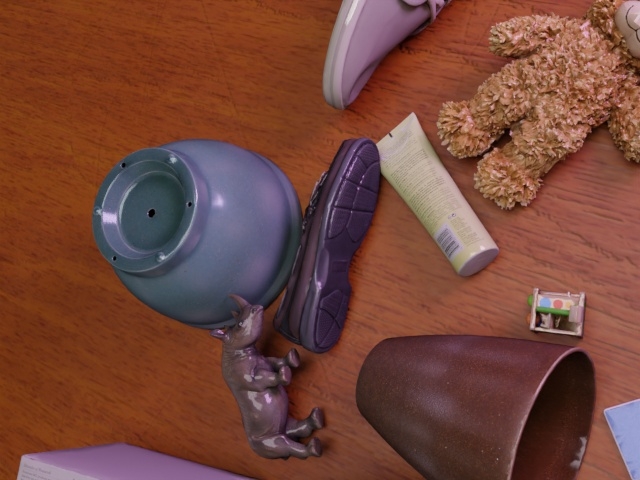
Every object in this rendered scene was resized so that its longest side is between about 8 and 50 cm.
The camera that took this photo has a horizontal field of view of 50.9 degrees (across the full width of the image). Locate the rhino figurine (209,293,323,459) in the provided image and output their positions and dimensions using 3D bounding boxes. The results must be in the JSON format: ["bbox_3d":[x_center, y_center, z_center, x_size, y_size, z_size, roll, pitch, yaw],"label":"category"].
[{"bbox_3d":[-0.082,0.187,0.917,0.106,0.073,0.243,-22,89,22],"label":"rhino figurine"}]

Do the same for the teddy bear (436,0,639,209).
[{"bbox_3d":[0.306,-0.191,0.835,0.338,0.113,0.245,-22,73,19],"label":"teddy bear"}]

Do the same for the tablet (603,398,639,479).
[{"bbox_3d":[0.368,0.227,0.772,0.054,0.006,0.083,-23,71,18],"label":"tablet"}]

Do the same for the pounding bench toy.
[{"bbox_3d":[0.278,0.085,0.800,0.065,0.083,0.052,5,81,24],"label":"pounding bench toy"}]

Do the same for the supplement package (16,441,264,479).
[{"bbox_3d":[-0.244,0.376,0.902,0.262,0.204,0.145,6,82,25],"label":"supplement package"}]

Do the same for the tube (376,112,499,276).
[{"bbox_3d":[0.151,-0.063,0.908,0.070,0.062,0.240,-21,61,-18],"label":"tube"}]

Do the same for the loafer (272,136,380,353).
[{"bbox_3d":[0.000,0.000,0.933,0.095,0.109,0.302,13,89,35],"label":"loafer"}]

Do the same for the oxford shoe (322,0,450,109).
[{"bbox_3d":[0.142,-0.376,0.931,0.130,0.169,0.449,31,91,7],"label":"oxford shoe"}]

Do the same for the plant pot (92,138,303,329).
[{"bbox_3d":[-0.199,-0.023,0.976,0.293,0.196,0.292,-5,77,23],"label":"plant pot"}]

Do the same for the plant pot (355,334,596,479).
[{"bbox_3d":[0.162,0.194,0.777,0.231,0.215,0.215,15,85,40],"label":"plant pot"}]
